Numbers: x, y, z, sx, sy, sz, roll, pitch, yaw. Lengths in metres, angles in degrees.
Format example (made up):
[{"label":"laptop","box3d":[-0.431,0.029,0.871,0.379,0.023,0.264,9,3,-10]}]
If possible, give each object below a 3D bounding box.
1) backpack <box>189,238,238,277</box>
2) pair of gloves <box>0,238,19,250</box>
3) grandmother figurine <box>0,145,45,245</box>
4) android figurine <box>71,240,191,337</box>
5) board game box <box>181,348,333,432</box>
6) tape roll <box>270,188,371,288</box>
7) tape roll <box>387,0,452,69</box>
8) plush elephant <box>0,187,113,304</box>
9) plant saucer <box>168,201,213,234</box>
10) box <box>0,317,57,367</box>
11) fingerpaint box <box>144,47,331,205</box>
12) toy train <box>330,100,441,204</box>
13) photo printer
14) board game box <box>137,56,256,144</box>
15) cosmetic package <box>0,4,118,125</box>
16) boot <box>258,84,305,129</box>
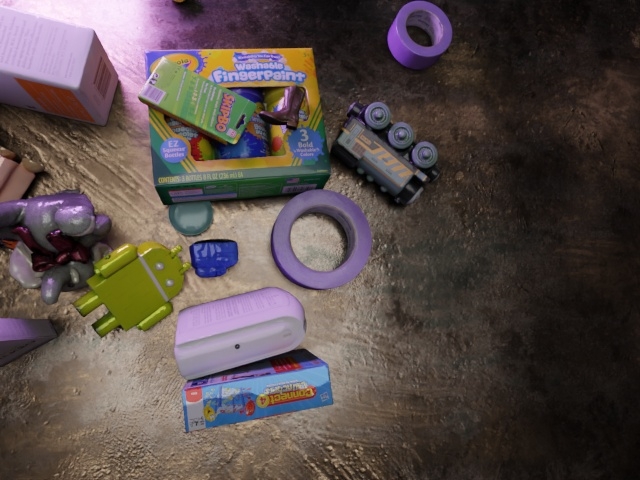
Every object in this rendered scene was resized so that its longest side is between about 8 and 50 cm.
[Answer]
[{"label":"backpack","box3d":[-0.278,0.045,1.157,0.120,0.098,0.101,-8,92,-25]},{"label":"pair of gloves","box3d":[-0.749,-0.015,1.085,0.010,0.074,0.083,15,85,37]},{"label":"grandmother figurine","box3d":[-0.830,-0.061,1.055,0.207,0.104,0.343,24,77,-13]},{"label":"android figurine","box3d":[-0.442,0.112,1.062,0.272,0.248,0.056,-37,47,-27]},{"label":"board game box","box3d":[-0.152,0.337,1.027,0.301,0.308,0.086,-6,84,-11]},{"label":"tape roll","box3d":[0.000,0.000,1.221,0.274,0.090,0.275,2,80,-12]},{"label":"tape roll","box3d":[0.316,-0.653,1.389,0.188,0.080,0.189,2,80,-11]},{"label":"plush elephant","box3d":[-0.617,0.026,1.021,0.271,0.330,0.256,-4,105,-11]},{"label":"plant saucer","box3d":[-0.354,-0.072,1.194,0.119,0.021,0.120,2,82,-11]},{"label":"box","box3d":[-0.738,0.245,0.914,0.232,0.322,0.059,-30,85,-14]},{"label":"fingerpaint box","box3d":[-0.220,-0.311,1.175,0.444,0.163,0.372,-5,78,-12]},{"label":"toy train","box3d":[0.190,-0.255,1.282,0.333,0.142,0.190,38,88,-6]},{"label":"photo printer","box3d":[-0.191,0.209,1.070,0.307,0.256,0.107,-14,104,-14]},{"label":"board game box","box3d":[-0.296,-0.336,1.065,0.259,0.039,0.124,26,76,0]},{"label":"cosmetic package","box3d":[-0.770,-0.443,1.061,0.452,0.230,0.162,12,81,-9]},{"label":"boot","box3d":[-0.096,-0.347,1.102,0.106,0.037,0.114,15,77,-22]}]
